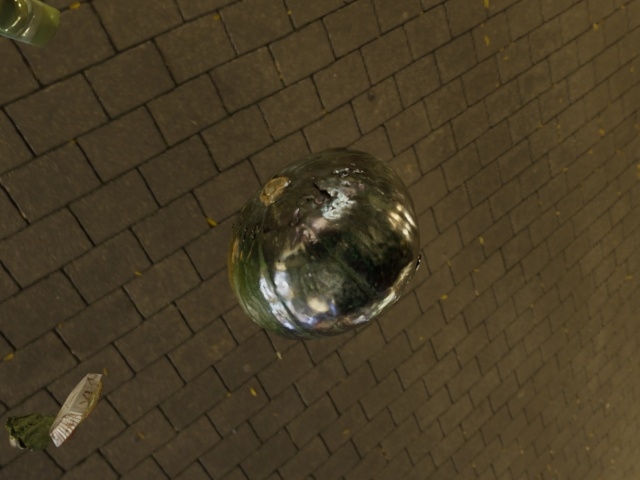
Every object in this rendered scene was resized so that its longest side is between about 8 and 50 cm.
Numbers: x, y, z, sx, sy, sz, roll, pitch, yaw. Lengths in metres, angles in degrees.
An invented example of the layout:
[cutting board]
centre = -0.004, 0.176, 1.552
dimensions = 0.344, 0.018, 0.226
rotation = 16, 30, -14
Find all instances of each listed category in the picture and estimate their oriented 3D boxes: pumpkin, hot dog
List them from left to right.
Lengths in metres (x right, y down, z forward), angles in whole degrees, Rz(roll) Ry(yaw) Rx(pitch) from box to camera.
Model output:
[hot dog]
centre = -0.508, 0.353, 1.100
dimensions = 0.053, 0.192, 0.099
rotation = 39, 99, -18
[pumpkin]
centre = 0.000, 0.000, 1.138
dimensions = 0.454, 0.454, 0.344
rotation = -42, 116, -18

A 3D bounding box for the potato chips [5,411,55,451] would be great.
[potato chips]
centre = -0.578, 0.382, 1.070
dimensions = 0.028, 0.207, 0.092
rotation = -43, 88, -10

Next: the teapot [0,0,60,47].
[teapot]
centre = -0.393, -0.226, 0.427
dimensions = 0.239, 0.321, 0.239
rotation = 28, 74, 7
